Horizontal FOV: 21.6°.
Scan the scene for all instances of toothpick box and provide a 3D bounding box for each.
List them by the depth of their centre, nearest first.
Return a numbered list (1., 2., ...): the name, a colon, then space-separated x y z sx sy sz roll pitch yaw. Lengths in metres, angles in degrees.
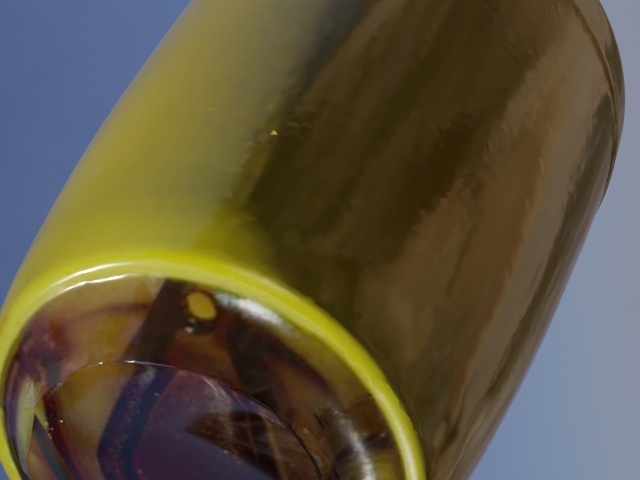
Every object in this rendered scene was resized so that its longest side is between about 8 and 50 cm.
1. toothpick box: 0.000 0.000 0.573 0.271 0.175 0.175 -60 -38 -53
